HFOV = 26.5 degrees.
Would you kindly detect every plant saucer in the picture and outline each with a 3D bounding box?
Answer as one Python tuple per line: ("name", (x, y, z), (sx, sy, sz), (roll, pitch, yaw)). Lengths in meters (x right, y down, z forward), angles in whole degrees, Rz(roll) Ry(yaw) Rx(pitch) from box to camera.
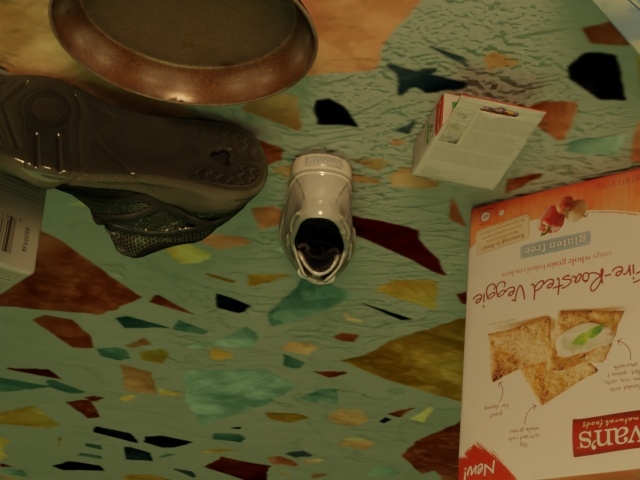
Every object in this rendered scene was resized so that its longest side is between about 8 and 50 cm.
("plant saucer", (-0.084, -0.139, 0.850), (0.168, 0.029, 0.168), (4, 153, 2))

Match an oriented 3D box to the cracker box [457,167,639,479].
("cracker box", (0.186, 0.073, 0.999), (0.156, 0.232, 0.067), (-14, 148, 34))

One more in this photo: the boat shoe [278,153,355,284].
("boat shoe", (0.000, 0.000, 1.079), (0.066, 0.063, 0.184), (8, 154, -4))

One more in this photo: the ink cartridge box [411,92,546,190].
("ink cartridge box", (0.109, -0.076, 0.941), (0.063, 0.029, 0.115), (10, 153, -9))

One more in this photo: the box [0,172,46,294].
("box", (-0.278, -0.020, 1.051), (0.101, 0.102, 0.087), (22, 148, -32))

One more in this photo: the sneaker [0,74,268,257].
("sneaker", (-0.166, -0.046, 0.990), (0.227, 0.087, 0.130), (10, 148, -22))

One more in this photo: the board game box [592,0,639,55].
("board game box", (0.261, -0.135, 0.779), (0.160, 0.039, 0.211), (-14, 147, 35))
